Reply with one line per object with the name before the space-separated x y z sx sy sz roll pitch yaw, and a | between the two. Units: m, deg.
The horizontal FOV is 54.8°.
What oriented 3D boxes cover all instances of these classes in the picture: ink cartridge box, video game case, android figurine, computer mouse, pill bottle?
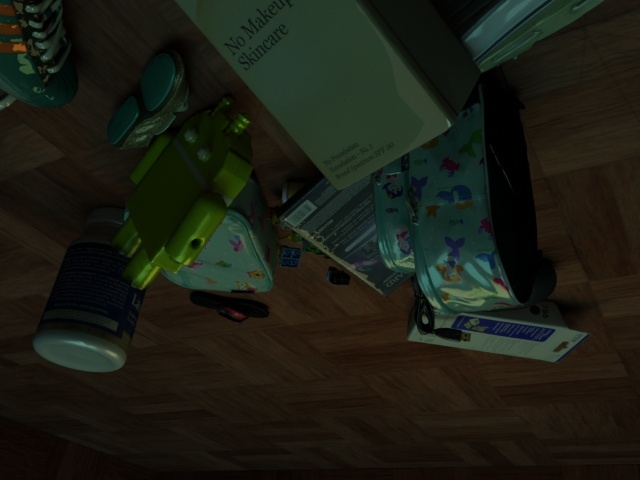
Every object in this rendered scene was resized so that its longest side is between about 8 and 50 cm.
ink cartridge box | 0.357 0.173 1.268 0.332 0.065 0.165 10 147 -1
video game case | 0.092 -0.033 0.953 0.196 0.026 0.274 -40 131 16
android figurine | -0.187 -0.071 0.836 0.056 0.248 0.273 30 104 -40
computer mouse | 0.291 0.120 1.126 0.261 0.060 0.184 2 117 9
pill bottle | -0.017 -0.070 0.976 0.083 0.043 0.043 3 148 8
pill bottle | -0.386 0.083 1.087 0.153 0.265 0.153 5 149 3

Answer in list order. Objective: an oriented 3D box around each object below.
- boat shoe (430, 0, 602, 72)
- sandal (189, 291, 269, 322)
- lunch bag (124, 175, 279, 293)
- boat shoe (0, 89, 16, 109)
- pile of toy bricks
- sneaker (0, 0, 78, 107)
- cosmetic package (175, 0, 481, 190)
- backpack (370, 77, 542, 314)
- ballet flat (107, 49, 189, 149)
boat shoe | 0.186 -0.225 0.634 0.094 0.109 0.302 27 141 -34
sandal | -0.204 0.156 1.376 0.179 0.040 0.067 12 148 -7
lunch bag | -0.196 -0.005 1.054 0.223 0.108 0.279 1 148 9
boat shoe | -0.537 -0.228 0.770 0.324 0.117 0.097 10 151 7
pile of toy bricks | 0.000 0.000 1.044 0.212 0.105 0.118 5 107 -28
sneaker | -0.332 -0.263 0.674 0.121 0.108 0.302 3 147 14
cosmetic package | -0.010 -0.216 0.576 0.309 0.113 0.160 47 136 -15
backpack | 0.170 -0.037 0.747 0.191 0.254 0.225 -16 172 26
ballet flat | -0.218 -0.186 0.830 0.067 0.073 0.206 -2 163 -43
